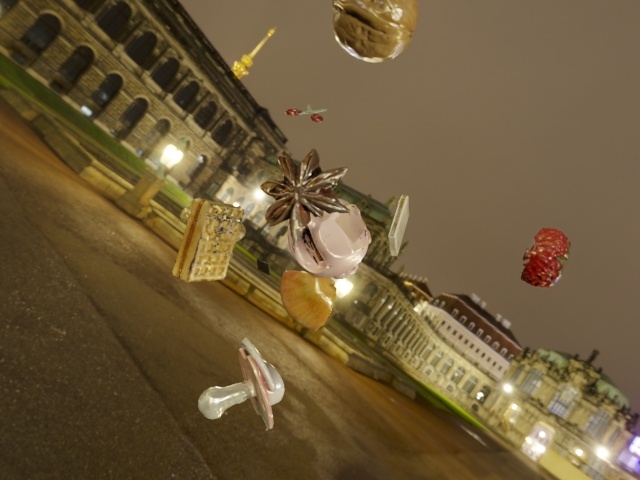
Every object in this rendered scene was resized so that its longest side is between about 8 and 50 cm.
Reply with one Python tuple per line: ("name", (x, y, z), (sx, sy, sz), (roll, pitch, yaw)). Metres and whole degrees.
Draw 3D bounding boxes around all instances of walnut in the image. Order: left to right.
("walnut", (0.181, -0.776, 1.396), (0.313, 0.252, 0.277), (30, -32, 14))

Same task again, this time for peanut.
("peanut", (-0.536, -0.081, 2.030), (0.325, 0.153, 0.140), (22, 13, -15))

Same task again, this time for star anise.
("star anise", (-0.050, -0.138, 1.269), (0.315, 0.315, 0.108), (36, 9, 11))

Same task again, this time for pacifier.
("pacifier", (-0.235, 0.478, 1.310), (0.220, 0.273, 0.332), (40, -17, -13))

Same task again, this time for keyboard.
("keyboard", (-0.292, 0.136, 2.078), (0.204, 0.013, 0.061), (-169, -109, -66))

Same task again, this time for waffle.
("waffle", (-0.501, 0.002, 1.857), (0.114, 0.375, 0.261), (22, 7, 30))

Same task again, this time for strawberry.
("strawberry", (0.515, 0.040, 0.925), (0.086, 0.145, 0.145), (14, -18, 34))

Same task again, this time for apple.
("apple", (-0.051, 0.262, 1.911), (0.313, 0.252, 0.309), (63, -13, 3))

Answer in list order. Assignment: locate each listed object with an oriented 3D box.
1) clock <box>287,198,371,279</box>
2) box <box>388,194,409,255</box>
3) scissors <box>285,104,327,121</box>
("clock", (0.000, 0.000, 1.711), (0.377, 0.251, 0.368), (-18, -81, 63))
("box", (0.278, -0.053, 1.435), (0.029, 0.198, 0.109), (9, -36, 21))
("scissors", (-0.039, -0.509, 1.605), (0.145, 0.017, 0.247), (16, 28, 6))
